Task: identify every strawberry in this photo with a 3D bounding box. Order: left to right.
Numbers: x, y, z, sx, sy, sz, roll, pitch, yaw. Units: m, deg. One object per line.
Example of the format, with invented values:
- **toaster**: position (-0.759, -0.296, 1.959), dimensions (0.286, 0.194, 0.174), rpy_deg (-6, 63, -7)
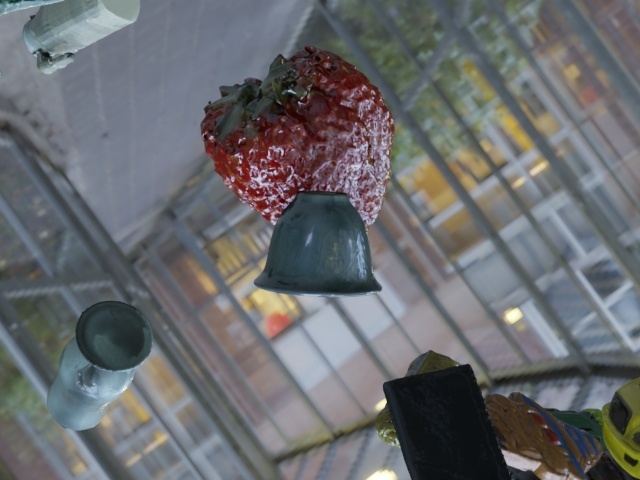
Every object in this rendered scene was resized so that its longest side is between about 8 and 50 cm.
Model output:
- **strawberry**: position (-0.014, -0.141, 2.095), dimensions (0.312, 0.351, 0.267), rpy_deg (-28, -158, 5)

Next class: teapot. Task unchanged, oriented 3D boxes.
- **teapot**: position (-0.361, -0.317, 1.832), dimensions (0.200, 0.107, 0.077), rpy_deg (-16, 157, 40)

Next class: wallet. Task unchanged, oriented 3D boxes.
- **wallet**: position (0.160, 0.269, 1.440), dimensions (0.124, 0.244, 0.025), rpy_deg (-9, 158, -23)

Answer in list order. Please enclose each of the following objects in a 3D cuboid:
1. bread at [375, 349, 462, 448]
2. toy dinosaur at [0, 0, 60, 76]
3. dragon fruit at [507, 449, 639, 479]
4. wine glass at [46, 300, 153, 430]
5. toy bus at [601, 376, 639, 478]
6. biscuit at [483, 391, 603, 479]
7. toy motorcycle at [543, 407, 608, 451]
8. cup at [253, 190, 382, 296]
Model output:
- **bread**: position (0.170, 0.279, 2.137), dimensions (0.269, 0.098, 0.087), rpy_deg (-44, 148, -62)
- **toy dinosaur**: position (-0.432, -0.235, 1.527), dimensions (0.076, 0.129, 0.383), rpy_deg (7, -162, 21)
- **dragon fruit**: position (0.361, 0.451, 1.786), dimensions (0.329, 0.329, 0.329), rpy_deg (-36, 179, -1)
- **wine glass**: position (-0.303, 0.175, 1.653), dimensions (0.103, 0.103, 0.231), rpy_deg (-35, 169, -36)
- **toy bus**: position (0.435, 0.139, 1.157), dimensions (0.330, 0.152, 0.144), rpy_deg (-6, -166, 0)
- **biscuit**: position (0.274, 0.255, 1.607), dimensions (0.280, 0.183, 0.043), rpy_deg (16, 112, -40)
- **toy motorcycle**: position (0.508, 0.455, 2.367), dimensions (0.191, 0.199, 0.326), rpy_deg (5, -164, -26)
- **cup**: position (0.000, 0.000, 1.888), dimensions (0.199, 0.150, 0.199), rpy_deg (3, -175, 0)
